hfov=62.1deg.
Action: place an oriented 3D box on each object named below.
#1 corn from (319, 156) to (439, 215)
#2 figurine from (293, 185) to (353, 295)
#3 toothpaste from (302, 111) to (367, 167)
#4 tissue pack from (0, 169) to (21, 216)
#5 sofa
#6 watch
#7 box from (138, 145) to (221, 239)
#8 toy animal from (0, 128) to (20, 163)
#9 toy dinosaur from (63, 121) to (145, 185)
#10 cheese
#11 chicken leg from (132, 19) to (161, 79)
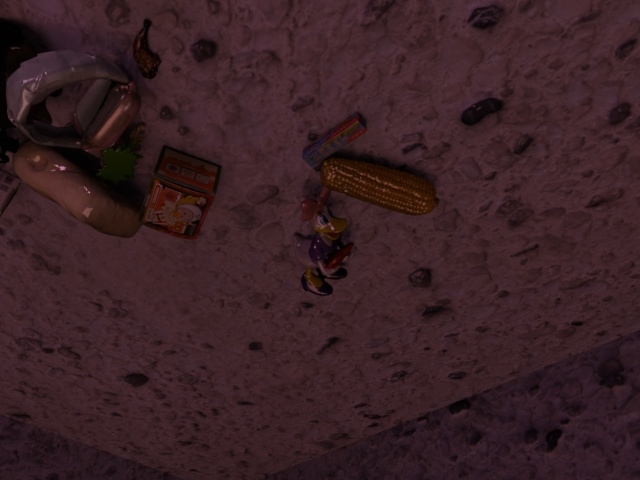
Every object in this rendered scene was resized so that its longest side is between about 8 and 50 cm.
[{"bbox_3d":[0.171,-0.157,1.517,0.363,0.120,0.120,16,133,-13],"label":"corn"},{"bbox_3d":[0.003,0.005,1.670,0.193,0.154,0.421,35,145,15],"label":"figurine"},{"bbox_3d":[0.037,-0.266,1.442,0.193,0.070,0.044,-30,126,27],"label":"toothpaste"},{"bbox_3d":[-0.959,-0.127,1.541,0.106,0.149,0.099,27,129,-24],"label":"tissue pack"},{"bbox_3d":[-0.790,-0.399,1.290,0.258,0.182,0.200,-2,153,4],"label":"sofa"},{"bbox_3d":[-0.587,-0.334,1.241,0.253,0.162,0.241,-48,149,12],"label":"watch"},{"bbox_3d":[-0.405,-0.132,1.530,0.177,0.148,0.195,19,133,-19],"label":"box"},{"bbox_3d":[-0.866,-0.264,1.440,0.220,0.062,0.108,-4,112,42],"label":"toy animal"},{"bbox_3d":[-0.576,-0.245,1.438,0.194,0.177,0.152,-10,142,-30],"label":"toy dinosaur"},{"bbox_3d":[-0.682,-0.130,1.537,0.351,0.130,0.328,31,172,18],"label":"cheese"},{"bbox_3d":[-0.423,-0.457,1.284,0.062,0.037,0.145,-16,137,-14],"label":"chicken leg"}]
